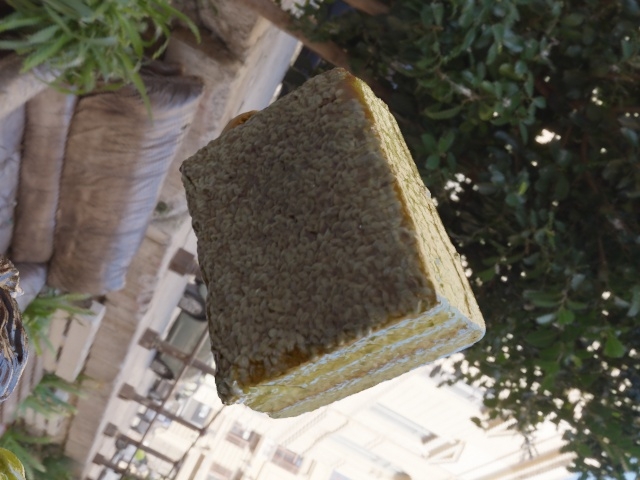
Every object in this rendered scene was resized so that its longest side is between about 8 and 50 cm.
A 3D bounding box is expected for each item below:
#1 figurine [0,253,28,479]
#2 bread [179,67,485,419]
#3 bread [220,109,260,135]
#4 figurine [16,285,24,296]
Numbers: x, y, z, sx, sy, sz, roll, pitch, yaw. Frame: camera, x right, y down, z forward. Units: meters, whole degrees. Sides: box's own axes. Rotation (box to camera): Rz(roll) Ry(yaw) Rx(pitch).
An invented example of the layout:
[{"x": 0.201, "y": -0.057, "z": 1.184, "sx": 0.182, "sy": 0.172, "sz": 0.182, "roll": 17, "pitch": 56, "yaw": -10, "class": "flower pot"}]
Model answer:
[{"x": -0.311, "y": 0.138, "z": 0.507, "sx": 0.315, "sy": 0.188, "sz": 0.167, "roll": -127, "pitch": -138, "yaw": -60, "class": "figurine"}, {"x": 0.000, "y": 0.000, "z": 0.494, "sx": 0.184, "sy": 0.110, "sz": 0.234, "roll": -28, "pitch": -124, "yaw": 19, "class": "bread"}, {"x": -0.095, "y": -0.069, "z": 0.799, "sx": 0.114, "sy": 0.078, "sz": 0.189, "roll": 45, "pitch": -36, "yaw": 49, "class": "bread"}, {"x": -0.442, "y": 0.064, "z": 0.788, "sx": 0.138, "sy": 0.125, "sz": 0.125, "roll": 105, "pitch": 5, "yaw": -45, "class": "figurine"}]
